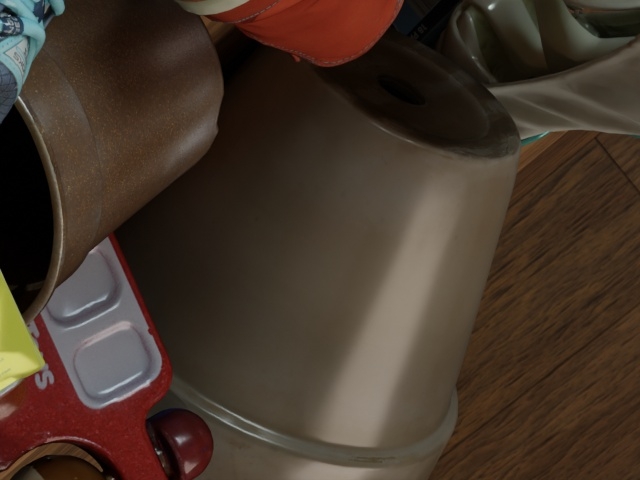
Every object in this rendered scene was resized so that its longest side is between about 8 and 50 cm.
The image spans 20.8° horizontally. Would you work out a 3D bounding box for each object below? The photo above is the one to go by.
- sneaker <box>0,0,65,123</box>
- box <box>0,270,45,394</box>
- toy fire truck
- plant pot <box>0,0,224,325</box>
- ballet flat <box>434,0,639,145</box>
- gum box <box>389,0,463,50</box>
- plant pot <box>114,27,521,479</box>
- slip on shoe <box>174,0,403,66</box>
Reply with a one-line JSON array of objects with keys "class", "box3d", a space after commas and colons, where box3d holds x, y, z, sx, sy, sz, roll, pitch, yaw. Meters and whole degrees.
[{"class": "sneaker", "box3d": [-0.136, -0.101, 0.684, 0.283, 0.122, 0.110, -36, 155, -12]}, {"class": "box", "box3d": [-0.205, 0.001, 0.697, 0.087, 0.232, 0.058, -32, 132, -19]}, {"class": "toy fire truck", "box3d": [-0.197, 0.122, 1.080, 0.254, 0.302, 0.169, -28, -173, -25]}, {"class": "plant pot", "box3d": [-0.141, -0.058, 0.851, 0.167, 0.167, 0.165, -46, 174, 39]}, {"class": "ballet flat", "box3d": [0.175, -0.140, 1.279, 0.139, 0.139, 0.400, -32, -161, -27]}, {"class": "gum box", "box3d": [0.093, -0.169, 1.458, 0.157, 0.041, 0.184, -44, 167, 30]}, {"class": "plant pot", "box3d": [0.000, 0.000, 1.267, 0.323, 0.323, 0.280, -21, 145, -59]}, {"class": "slip on shoe", "box3d": [-0.001, -0.143, 0.894, 0.123, 0.101, 0.331, -41, -177, 7]}]
